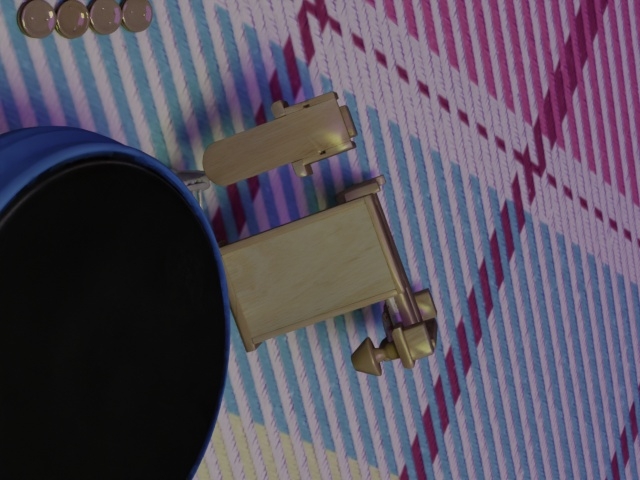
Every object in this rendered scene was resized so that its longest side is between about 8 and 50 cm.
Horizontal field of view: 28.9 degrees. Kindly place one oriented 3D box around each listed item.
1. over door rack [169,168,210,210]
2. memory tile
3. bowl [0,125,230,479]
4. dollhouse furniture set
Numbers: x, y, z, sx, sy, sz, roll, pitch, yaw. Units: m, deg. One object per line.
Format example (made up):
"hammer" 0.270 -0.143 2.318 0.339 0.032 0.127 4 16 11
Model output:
"over door rack" -0.222 0.071 1.198 0.324 0.108 0.240 -24 114 -55
"memory tile" -0.227 -0.254 1.205 0.148 0.012 0.113 -12 107 -40
"bowl" -0.209 0.101 1.050 0.391 0.077 0.391 -14 107 -56
"dollhouse furniture set" 0.000 0.000 1.396 0.173 0.355 0.303 -19 93 8
